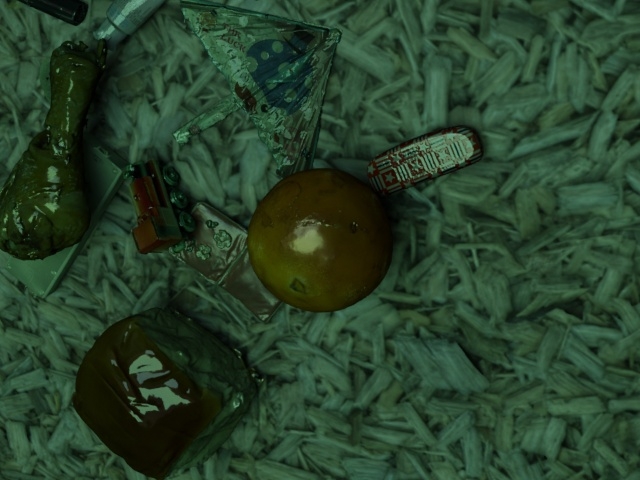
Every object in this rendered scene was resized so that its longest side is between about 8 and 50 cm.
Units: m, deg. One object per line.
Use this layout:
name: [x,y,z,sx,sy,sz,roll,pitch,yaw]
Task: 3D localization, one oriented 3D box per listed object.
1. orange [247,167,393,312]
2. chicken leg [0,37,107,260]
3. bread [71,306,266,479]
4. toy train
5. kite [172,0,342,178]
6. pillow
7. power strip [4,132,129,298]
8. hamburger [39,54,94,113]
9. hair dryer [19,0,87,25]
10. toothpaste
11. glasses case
orange: [0.000,0.000,1.697,0.240,0.240,0.240,6,110,18]
chicken leg: [-0.458,-0.151,1.806,0.201,0.153,0.429,34,113,37]
bread: [-0.289,0.275,1.896,0.279,0.225,0.250,40,115,8]
toy train: [-0.286,-0.062,1.819,0.074,0.118,0.175,-28,74,28]
kite: [-0.110,-0.253,1.764,0.368,0.014,0.406,-30,96,25]
pillow: [-0.150,0.037,1.864,0.232,0.043,0.126,36,113,5]
power strip: [-0.478,-0.037,1.957,0.106,0.043,0.367,39,116,4]
hamburger: [-0.456,-0.276,1.862,0.084,0.054,0.121,-7,113,20]
hair dryer: [-0.463,-0.488,1.797,0.173,0.050,0.194,26,112,7]
toothpaste: [-0.292,-0.418,1.755,0.089,0.057,0.234,45,111,0]
glasses case: [0.166,-0.132,1.687,0.195,0.049,0.073,-19,100,24]
